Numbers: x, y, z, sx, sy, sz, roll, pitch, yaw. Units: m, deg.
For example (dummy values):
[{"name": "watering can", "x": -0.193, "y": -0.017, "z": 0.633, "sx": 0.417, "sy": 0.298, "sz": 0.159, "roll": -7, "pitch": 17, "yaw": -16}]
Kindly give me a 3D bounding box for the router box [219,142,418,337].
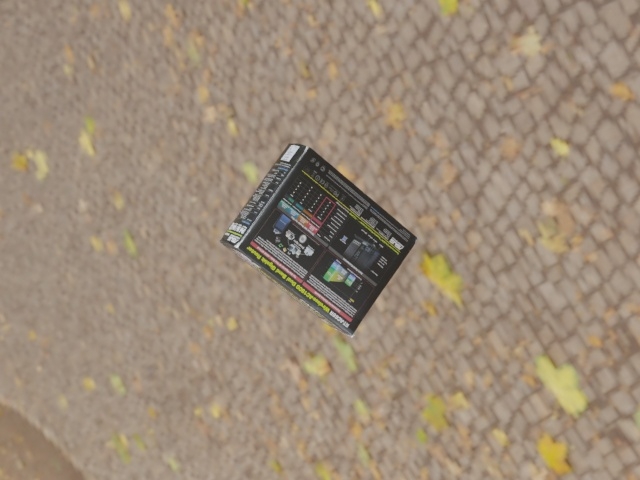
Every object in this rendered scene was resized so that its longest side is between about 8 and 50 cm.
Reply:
[{"name": "router box", "x": 0.000, "y": 0.000, "z": 0.954, "sx": 0.122, "sy": 0.092, "sz": 0.038, "roll": 39, "pitch": 170, "yaw": -25}]
